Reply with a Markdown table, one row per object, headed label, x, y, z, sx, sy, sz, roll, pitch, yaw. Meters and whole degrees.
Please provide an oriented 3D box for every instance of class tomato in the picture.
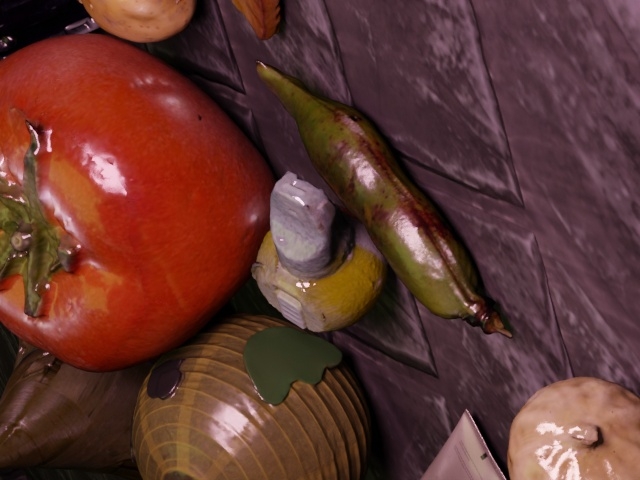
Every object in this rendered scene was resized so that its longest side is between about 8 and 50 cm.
| label | x | y | z | sx | sy | sz | roll | pitch | yaw |
| --- | --- | --- | --- | --- | --- | --- | --- | --- | --- |
| tomato | -0.209 | -0.046 | 1.976 | 0.341 | 0.273 | 0.341 | 20 | 125 | 31 |

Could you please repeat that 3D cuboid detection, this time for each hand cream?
| label | x | y | z | sx | sy | sz | roll | pitch | yaw |
| --- | --- | --- | --- | --- | --- | --- | --- | --- | --- |
| hand cream | 0.128 | 0.226 | 1.853 | 0.087 | 0.054 | 0.186 | 62 | 155 | 17 |

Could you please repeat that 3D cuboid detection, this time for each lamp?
| label | x | y | z | sx | sy | sz | roll | pitch | yaw |
| --- | --- | --- | --- | --- | --- | --- | --- | --- | --- |
| lamp | -0.082 | 0.211 | 2.005 | 0.250 | 0.284 | 0.250 | 17 | 128 | 24 |

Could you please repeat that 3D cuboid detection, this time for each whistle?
| label | x | y | z | sx | sy | sz | roll | pitch | yaw |
| --- | --- | --- | --- | --- | --- | --- | --- | --- | --- |
| whistle | 0.000 | 0.000 | 1.768 | 0.123 | 0.123 | 0.223 | 52 | 168 | 28 |

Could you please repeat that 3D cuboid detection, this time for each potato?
| label | x | y | z | sx | sy | sz | roll | pitch | yaw |
| --- | --- | --- | --- | --- | --- | --- | --- | --- | --- |
| potato | -0.181 | -0.252 | 1.926 | 0.118 | 0.109 | 0.178 | 48 | 174 | -27 |

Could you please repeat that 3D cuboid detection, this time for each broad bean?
| label | x | y | z | sx | sy | sz | roll | pitch | yaw |
| --- | --- | --- | --- | --- | --- | --- | --- | --- | --- |
| broad bean | 0.049 | -0.041 | 1.681 | 0.339 | 0.061 | 0.077 | 54 | 170 | 25 |

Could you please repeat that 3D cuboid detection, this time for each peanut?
| label | x | y | z | sx | sy | sz | roll | pitch | yaw |
| --- | --- | --- | --- | --- | --- | --- | --- | --- | --- |
| peanut | 0.222 | 0.206 | 1.466 | 0.224 | 0.129 | 0.129 | 60 | 162 | -12 |

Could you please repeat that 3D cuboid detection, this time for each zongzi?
| label | x | y | z | sx | sy | sz | roll | pitch | yaw |
| --- | --- | --- | --- | --- | --- | --- | --- | --- | --- |
| zongzi | -0.243 | 0.239 | 2.336 | 0.323 | 0.160 | 0.360 | 42 | -152 | -16 |

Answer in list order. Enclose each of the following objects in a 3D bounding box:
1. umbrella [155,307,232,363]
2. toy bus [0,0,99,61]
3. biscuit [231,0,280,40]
| label | x | y | z | sx | sy | sz | roll | pitch | yaw |
| --- | --- | --- | --- | --- | --- | --- | --- | --- | --- |
| umbrella | -0.193 | 0.047 | 2.379 | 0.340 | 0.118 | 0.118 | 59 | 161 | 29 |
| toy bus | -0.336 | -0.377 | 2.010 | 0.249 | 0.209 | 0.440 | 58 | 162 | 19 |
| biscuit | -0.097 | -0.283 | 1.788 | 0.228 | 0.031 | 0.176 | 64 | 161 | -6 |
